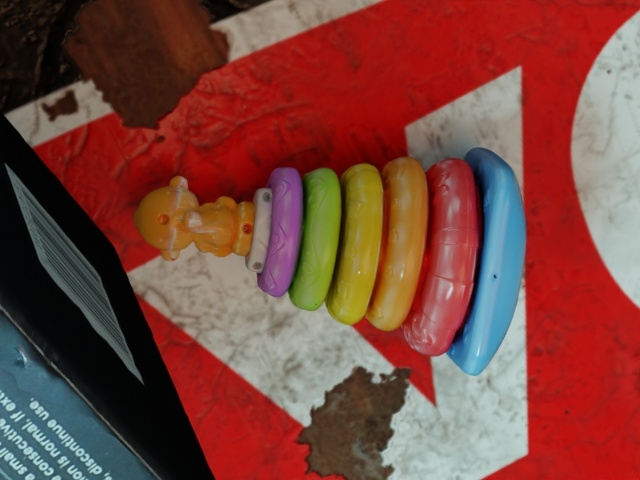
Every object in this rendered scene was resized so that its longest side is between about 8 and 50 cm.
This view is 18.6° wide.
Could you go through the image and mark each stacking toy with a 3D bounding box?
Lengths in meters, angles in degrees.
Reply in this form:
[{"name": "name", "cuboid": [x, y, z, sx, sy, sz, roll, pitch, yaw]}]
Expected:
[{"name": "stacking toy", "cuboid": [0.000, 0.000, 1.564, 0.302, 0.166, 0.175, 7, 98, -8]}]

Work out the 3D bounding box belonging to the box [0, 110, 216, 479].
[{"name": "box", "cuboid": [-0.358, 0.150, 1.321, 0.472, 0.480, 0.297, -35, 121, 2]}]
